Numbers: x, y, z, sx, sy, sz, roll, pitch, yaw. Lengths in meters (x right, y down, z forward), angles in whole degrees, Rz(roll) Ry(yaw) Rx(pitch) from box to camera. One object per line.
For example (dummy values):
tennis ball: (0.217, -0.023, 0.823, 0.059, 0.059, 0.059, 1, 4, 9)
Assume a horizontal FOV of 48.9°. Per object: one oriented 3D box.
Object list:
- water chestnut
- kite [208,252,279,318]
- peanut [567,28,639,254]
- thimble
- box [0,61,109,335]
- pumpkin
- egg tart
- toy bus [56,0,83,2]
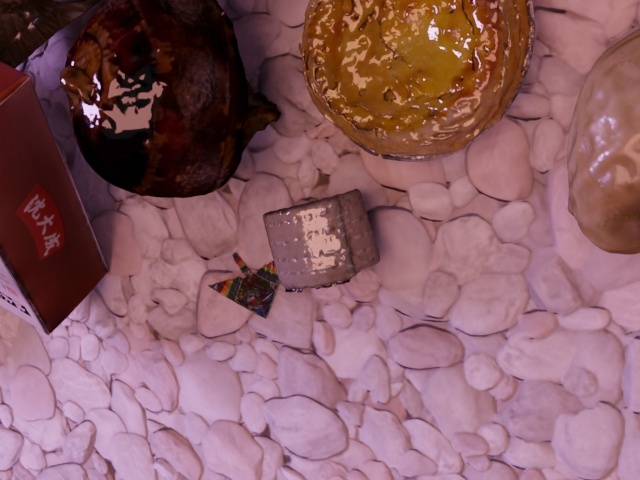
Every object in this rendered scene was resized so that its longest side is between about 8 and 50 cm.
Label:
water chestnut: (-0.155, -0.155, 0.749, 0.223, 0.238, 0.224, 34, 128, 58)
kite: (-0.083, 0.054, 0.865, 0.122, 0.004, 0.090, -28, 88, 26)
peanut: (0.314, -0.119, 0.572, 0.291, 0.143, 0.159, -42, 93, 23)
thimble: (0.000, 0.000, 0.761, 0.115, 0.102, 0.090, -8, 98, 51)
box: (-0.478, -0.098, 0.852, 0.385, 0.122, 0.344, 26, 146, 17)
pumpkin: (-0.336, -0.295, 0.774, 0.317, 0.222, 0.139, -22, 131, 23)
egg tart: (0.093, -0.193, 0.684, 0.234, 0.094, 0.234, 5, 102, 26)
toy bus: (-0.161, -0.366, 0.555, 0.440, 0.209, 0.249, -19, 65, -14)
